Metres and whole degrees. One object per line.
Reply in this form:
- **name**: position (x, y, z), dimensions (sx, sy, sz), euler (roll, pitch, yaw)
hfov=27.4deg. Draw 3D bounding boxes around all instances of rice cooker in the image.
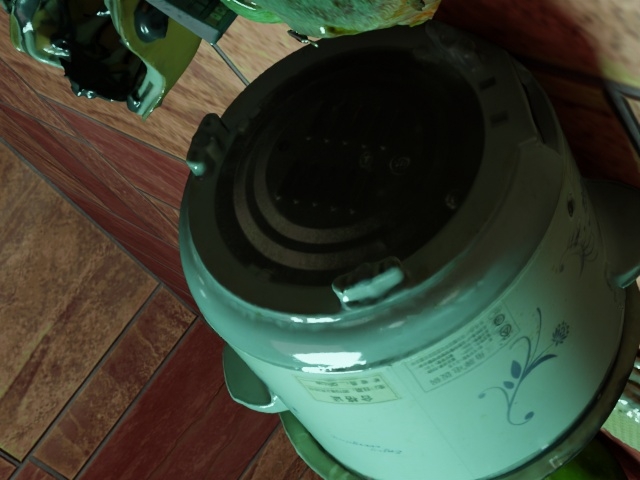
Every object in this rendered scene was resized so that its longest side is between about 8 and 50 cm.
- **rice cooker**: position (0.064, 0.022, 0.857), dimensions (0.317, 0.316, 0.264), euler (49, -161, -48)

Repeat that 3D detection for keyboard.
- **keyboard**: position (-0.053, -0.165, 0.744), dimensions (0.055, 0.176, 0.014), euler (31, 126, -4)

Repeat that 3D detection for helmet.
- **helmet**: position (-0.160, -0.203, 0.943), dimensions (0.198, 0.130, 0.224), euler (27, 155, 27)

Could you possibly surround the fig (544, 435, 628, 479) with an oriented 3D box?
- **fig**: position (0.267, 0.272, 1.540), dimensions (0.195, 0.195, 0.245), euler (21, 125, 54)

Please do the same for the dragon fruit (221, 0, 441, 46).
- **dragon fruit**: position (-0.022, -0.191, 0.564), dimensions (0.268, 0.130, 0.295), euler (37, 169, 0)

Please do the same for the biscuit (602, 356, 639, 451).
- **biscuit**: position (0.241, 0.118, 1.199), dimensions (0.239, 0.062, 0.108), euler (31, 167, 26)
